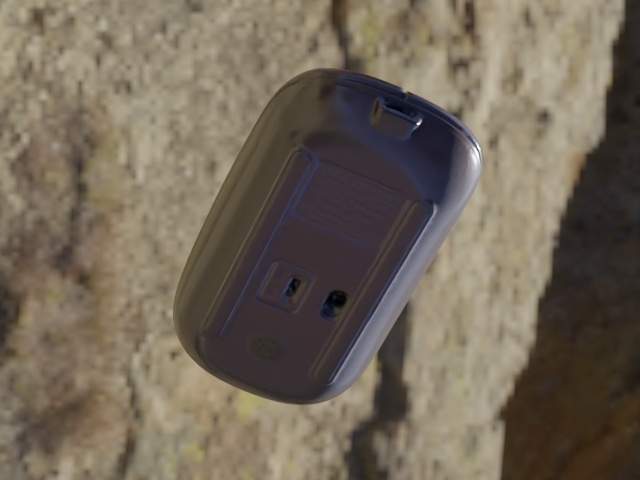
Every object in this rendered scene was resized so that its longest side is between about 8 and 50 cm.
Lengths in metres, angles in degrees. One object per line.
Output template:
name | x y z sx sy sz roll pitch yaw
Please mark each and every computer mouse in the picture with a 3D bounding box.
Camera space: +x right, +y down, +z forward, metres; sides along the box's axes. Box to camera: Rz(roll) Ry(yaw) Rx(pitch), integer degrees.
computer mouse | 0.000 0.000 1.045 0.057 0.120 0.232 -76 -170 -49
